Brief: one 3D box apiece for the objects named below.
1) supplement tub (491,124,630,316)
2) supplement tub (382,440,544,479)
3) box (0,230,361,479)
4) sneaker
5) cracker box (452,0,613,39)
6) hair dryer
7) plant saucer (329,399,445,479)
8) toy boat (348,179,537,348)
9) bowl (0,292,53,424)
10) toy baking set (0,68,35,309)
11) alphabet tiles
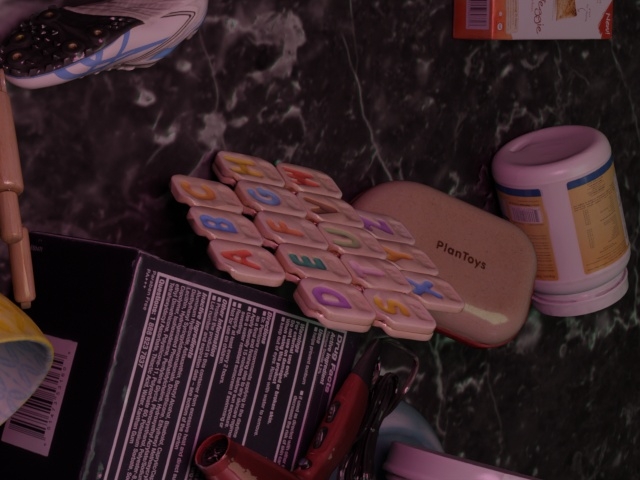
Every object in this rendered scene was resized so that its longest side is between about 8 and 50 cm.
[{"bbox_3d":[0.294,-0.024,1.808,0.144,0.144,0.200,-33,118,-36],"label":"supplement tub"},{"bbox_3d":[0.132,0.399,1.594,0.241,0.241,0.331,21,82,-44],"label":"supplement tub"},{"bbox_3d":[-0.148,0.174,1.388,0.294,0.183,0.296,21,81,-44],"label":"box"},{"bbox_3d":[-0.190,-0.181,1.361,0.237,0.085,0.086,-33,143,-40],"label":"sneaker"},{"bbox_3d":[0.258,-0.317,1.783,0.232,0.067,0.156,-8,103,-43],"label":"cracker box"},{"bbox_3d":[-0.008,0.206,1.376,0.293,0.080,0.223,2,79,-51],"label":"hair dryer"},{"bbox_3d":[0.052,0.333,1.704,0.317,0.043,0.317,-9,103,-43],"label":"plant saucer"},{"bbox_3d":[0.114,0.035,1.652,0.231,0.151,0.151,24,63,-12],"label":"toy boat"},{"bbox_3d":[-0.370,0.097,1.159,0.289,0.289,0.156,-23,71,-39],"label":"bowl"},{"bbox_3d":[-0.266,-0.059,1.228,0.030,0.197,0.256,-7,72,-14],"label":"toy baking set"},{"bbox_3d":[0.000,0.000,1.441,0.278,0.284,0.021,10,118,-32],"label":"alphabet tiles"}]
